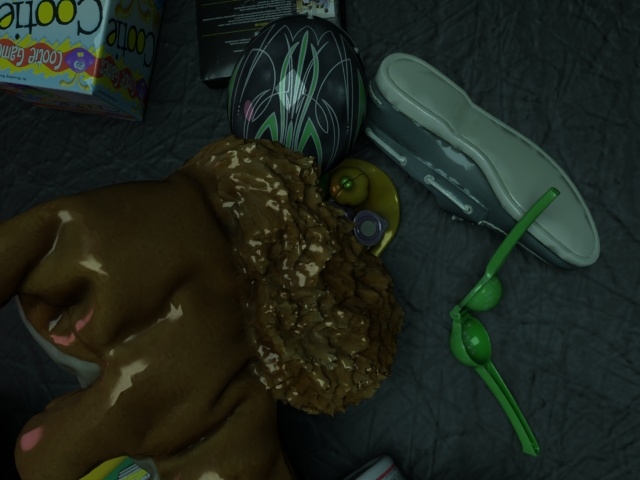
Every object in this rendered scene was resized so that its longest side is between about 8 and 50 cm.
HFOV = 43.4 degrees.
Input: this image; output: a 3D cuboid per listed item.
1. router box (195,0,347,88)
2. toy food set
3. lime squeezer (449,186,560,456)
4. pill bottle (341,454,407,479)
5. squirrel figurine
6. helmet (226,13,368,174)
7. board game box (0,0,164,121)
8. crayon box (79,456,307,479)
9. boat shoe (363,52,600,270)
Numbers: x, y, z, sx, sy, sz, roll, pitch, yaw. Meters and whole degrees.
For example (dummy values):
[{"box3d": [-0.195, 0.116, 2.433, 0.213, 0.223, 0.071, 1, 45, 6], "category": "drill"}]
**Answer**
[{"box3d": [-0.060, -0.262, 0.972, 0.179, 0.046, 0.133, -4, 86, 10], "category": "router box"}, {"box3d": [0.000, 0.000, 0.931, 0.128, 0.071, 0.217, 36, 93, 10], "category": "toy food set"}, {"box3d": [0.189, 0.086, 0.869, 0.110, 0.059, 0.310, 22, 120, 47], "category": "lime squeezer"}, {"box3d": [0.084, 0.326, 0.887, 0.087, 0.087, 0.160, -36, 80, 6], "category": "pill bottle"}, {"box3d": [-0.087, 0.121, 0.757, 0.397, 0.281, 0.370, -30, 82, -12], "category": "squirrel figurine"}, {"box3d": [-0.025, -0.151, 0.873, 0.170, 0.161, 0.169, 1, 80, -4], "category": "helmet"}, {"box3d": [-0.280, -0.299, 0.965, 0.145, 0.142, 0.275, 9, 88, 11], "category": "board game box"}, {"box3d": [-0.146, 0.375, 0.916, 0.313, 0.106, 0.363, -42, 81, 6], "category": "crayon box"}, {"box3d": [0.174, -0.075, 0.911, 0.319, 0.116, 0.099, 42, 137, 3], "category": "boat shoe"}]
